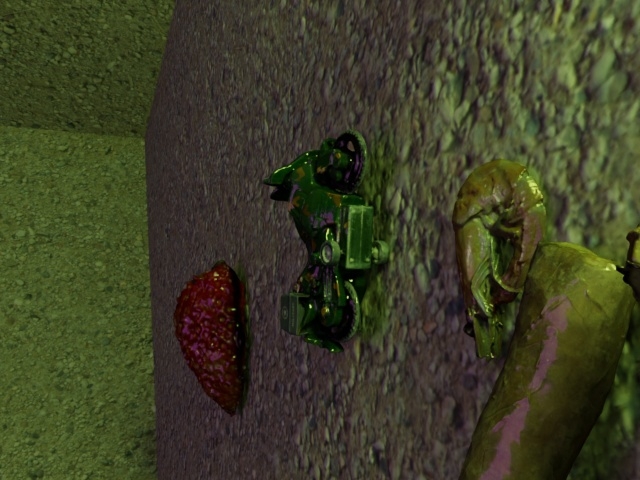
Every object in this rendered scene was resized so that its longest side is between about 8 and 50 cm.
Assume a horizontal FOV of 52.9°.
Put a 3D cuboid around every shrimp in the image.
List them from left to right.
[{"bbox_3d":[0.158,0.017,0.568,0.099,0.041,0.180,3,90,53],"label":"shrimp"}]

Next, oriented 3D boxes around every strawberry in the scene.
[{"bbox_3d":[-0.235,0.207,1.352,0.233,0.138,0.306,126,142,-51],"label":"strawberry"}]

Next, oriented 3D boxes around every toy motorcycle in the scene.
[{"bbox_3d":[0.000,0.000,0.830,0.187,0.125,0.274,4,92,58],"label":"toy motorcycle"}]

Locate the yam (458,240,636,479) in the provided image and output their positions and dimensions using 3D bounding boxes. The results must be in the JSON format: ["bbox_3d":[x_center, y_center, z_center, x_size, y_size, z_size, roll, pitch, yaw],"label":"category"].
[{"bbox_3d":[0.139,0.174,0.455,0.081,0.081,0.356,21,96,66],"label":"yam"}]

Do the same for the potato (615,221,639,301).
[{"bbox_3d":[0.246,0.004,0.306,0.172,0.100,0.089,9,71,37],"label":"potato"}]
